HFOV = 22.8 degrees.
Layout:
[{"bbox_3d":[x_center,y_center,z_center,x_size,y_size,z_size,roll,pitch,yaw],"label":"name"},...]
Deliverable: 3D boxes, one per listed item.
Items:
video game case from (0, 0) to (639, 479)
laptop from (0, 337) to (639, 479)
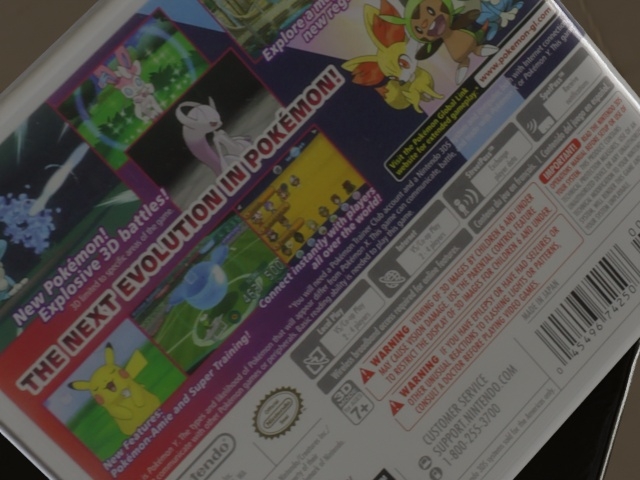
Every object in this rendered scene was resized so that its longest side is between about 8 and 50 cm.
[{"bbox_3d":[0.000,0.000,0.452,0.201,0.023,0.183,-46,-74,-11],"label":"video game case"},{"bbox_3d":[-0.040,0.254,0.857,0.381,0.236,0.408,6,-67,28],"label":"laptop"}]
